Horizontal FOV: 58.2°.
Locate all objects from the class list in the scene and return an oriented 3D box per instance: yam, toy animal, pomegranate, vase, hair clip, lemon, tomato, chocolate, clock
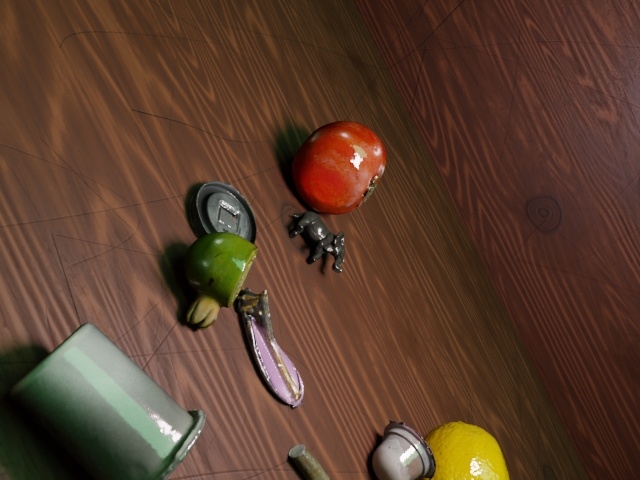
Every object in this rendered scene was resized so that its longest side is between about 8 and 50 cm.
[{"bbox_3d":[-0.028,0.599,1.515,0.132,0.054,0.054,56,32,-11],"label":"yam"},{"bbox_3d":[0.005,-0.001,1.936,0.245,0.114,0.146,59,32,-7],"label":"toy animal"},{"bbox_3d":[-0.271,0.088,1.453,0.159,0.241,0.190,23,13,0],"label":"pomegranate"},{"bbox_3d":[-0.396,0.314,1.047,0.291,0.245,0.245,47,34,-10],"label":"vase"},{"bbox_3d":[-0.134,0.299,1.576,0.110,0.095,0.359,-150,-140,-84],"label":"hair clip"},{"bbox_3d":[0.459,0.764,1.874,0.336,0.336,0.336,35,42,-38],"label":"lemon"},{"bbox_3d":[0.064,-0.253,2.022,0.289,0.325,0.293,36,43,6],"label":"tomato"},{"bbox_3d":[0.231,0.678,1.756,0.147,0.221,0.221,-30,93,-30],"label":"chocolate"},{"bbox_3d":[-0.275,-0.060,1.637,0.226,0.049,0.226,33,44,-38],"label":"clock"}]
